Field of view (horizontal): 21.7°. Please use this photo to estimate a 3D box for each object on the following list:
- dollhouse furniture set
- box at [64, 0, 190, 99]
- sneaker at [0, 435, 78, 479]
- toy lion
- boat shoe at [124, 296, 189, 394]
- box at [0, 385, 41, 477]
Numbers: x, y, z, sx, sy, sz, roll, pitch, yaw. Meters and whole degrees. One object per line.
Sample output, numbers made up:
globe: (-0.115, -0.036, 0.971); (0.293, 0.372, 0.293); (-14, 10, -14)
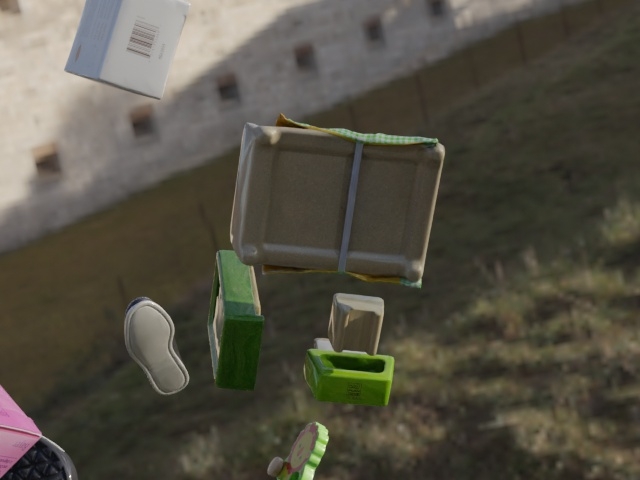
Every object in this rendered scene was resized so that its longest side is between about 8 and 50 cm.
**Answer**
dollhouse furniture set: (0.000, 0.000, 1.728); (0.197, 0.302, 0.151); (6, 24, -8)
box: (-0.250, -0.259, 2.142); (0.091, 0.130, 0.170); (16, 3, -24)
sneaker: (-0.315, 0.214, 1.498); (0.234, 0.084, 0.097); (1, -21, 19)
toy lion: (-0.023, 0.259, 1.911); (0.096, 0.034, 0.100); (-50, 20, 29)
boat shoe: (-0.149, 0.087, 1.480); (0.046, 0.125, 0.038); (-27, 49, -4)
box: (-0.367, 0.141, 1.186); (0.243, 0.213, 0.117); (-45, -19, 3)
